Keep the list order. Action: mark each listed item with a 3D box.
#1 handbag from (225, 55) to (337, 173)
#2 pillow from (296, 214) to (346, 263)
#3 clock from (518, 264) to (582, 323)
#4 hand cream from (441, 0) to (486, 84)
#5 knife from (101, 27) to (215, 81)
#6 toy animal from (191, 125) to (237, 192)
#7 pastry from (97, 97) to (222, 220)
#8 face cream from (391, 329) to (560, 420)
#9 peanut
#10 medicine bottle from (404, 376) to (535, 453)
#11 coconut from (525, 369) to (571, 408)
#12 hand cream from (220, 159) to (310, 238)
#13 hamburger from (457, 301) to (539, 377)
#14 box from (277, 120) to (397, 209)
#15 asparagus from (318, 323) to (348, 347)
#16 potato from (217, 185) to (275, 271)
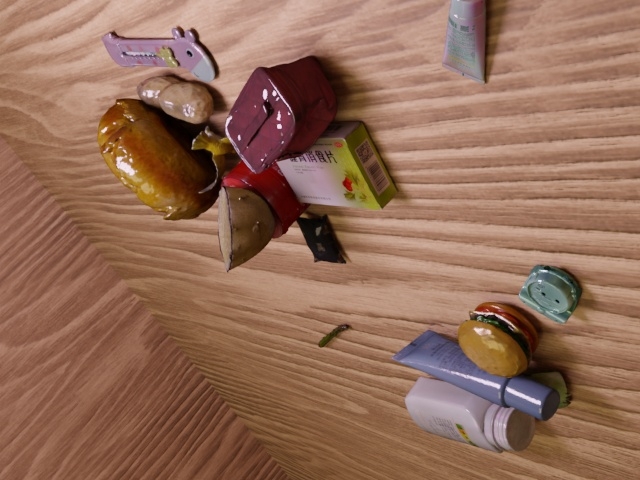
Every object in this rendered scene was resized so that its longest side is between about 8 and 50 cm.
[{"bbox_3d":[-0.077,-0.232,1.365,0.146,0.135,0.225,59,142,8],"label":"handbag"},{"bbox_3d":[-0.001,0.000,1.770,0.090,0.048,0.150,19,143,44],"label":"pillow"},{"bbox_3d":[0.419,0.088,1.327,0.101,0.041,0.135,31,152,22],"label":"clock"},{"bbox_3d":[0.208,-0.295,1.054,0.076,0.047,0.174,31,160,22],"label":"hand cream"},{"bbox_3d":[-0.382,-0.424,1.675,0.399,0.038,0.132,17,141,43],"label":"knife"},{"bbox_3d":[-0.228,-0.227,1.668,0.095,0.219,0.155,30,-162,-7],"label":"toy animal"},{"bbox_3d":[-0.382,-0.191,1.756,0.356,0.164,0.356,45,-169,-11],"label":"pastry"},{"bbox_3d":[0.338,0.289,1.610,0.385,0.135,0.086,19,130,46],"label":"face cream"},{"bbox_3d":[-0.331,-0.327,1.680,0.228,0.104,0.085,26,122,36],"label":"peanut"},{"bbox_3d":[0.373,0.438,1.829,0.179,0.124,0.324,52,154,-22],"label":"medicine bottle"},{"bbox_3d":[0.477,0.326,1.591,0.133,0.055,0.158,43,155,3],"label":"coconut"},{"bbox_3d":[-0.122,-0.111,1.685,0.193,0.125,0.193,32,151,21],"label":"hand cream"},{"bbox_3d":[0.361,0.200,1.493,0.162,0.115,0.162,30,150,19],"label":"hamburger"},{"bbox_3d":[0.016,-0.154,1.501,0.260,0.062,0.175,10,139,49],"label":"box"},{"bbox_3d":[0.037,0.279,2.163,0.025,0.024,0.248,37,153,-2],"label":"asparagus"},{"bbox_3d":[-0.159,-0.030,1.595,0.202,0.117,0.182,115,145,-63],"label":"potato"}]
